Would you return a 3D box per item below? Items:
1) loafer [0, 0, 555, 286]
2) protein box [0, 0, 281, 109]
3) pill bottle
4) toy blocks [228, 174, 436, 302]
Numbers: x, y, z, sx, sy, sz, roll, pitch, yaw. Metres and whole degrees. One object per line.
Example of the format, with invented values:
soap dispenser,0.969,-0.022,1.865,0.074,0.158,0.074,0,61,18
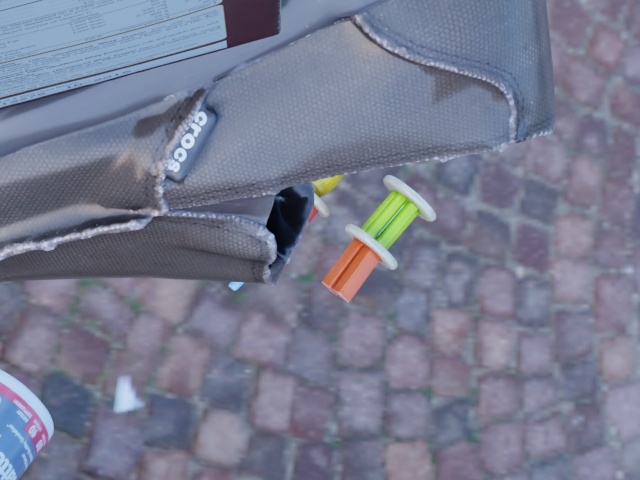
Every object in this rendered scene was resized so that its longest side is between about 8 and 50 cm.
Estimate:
loafer,-0.063,-0.027,0.736,0.130,0.366,0.134,63,21,-12
protein box,-0.103,-0.167,0.561,0.136,0.201,0.199,-16,82,-4
pill bottle,-0.337,0.210,1.599,0.108,0.108,0.180,49,57,-21
toy blocks,0.000,0.000,1.383,0.123,0.054,0.148,39,84,19
